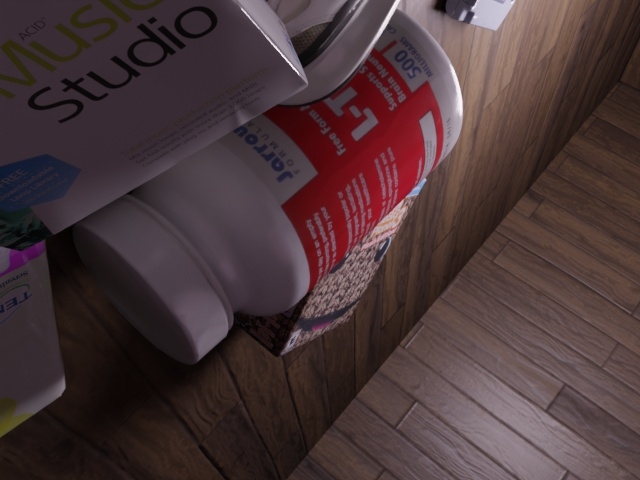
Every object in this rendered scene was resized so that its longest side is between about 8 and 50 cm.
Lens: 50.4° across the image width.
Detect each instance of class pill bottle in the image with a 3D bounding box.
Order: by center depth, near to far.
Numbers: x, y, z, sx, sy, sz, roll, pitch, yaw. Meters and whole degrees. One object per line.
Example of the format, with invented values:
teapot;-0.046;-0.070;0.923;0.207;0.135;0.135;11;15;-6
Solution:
pill bottle;-0.047;-0.069;0.732;0.407;0.229;0.229;-44;156;-27

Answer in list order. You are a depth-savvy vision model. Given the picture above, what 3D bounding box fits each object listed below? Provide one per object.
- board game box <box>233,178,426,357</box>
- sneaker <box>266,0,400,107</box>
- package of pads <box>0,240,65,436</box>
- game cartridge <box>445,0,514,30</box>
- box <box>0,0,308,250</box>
board game box;0.000;0.000;1.055;0.232;0.141;0.291;-17;138;-58
sneaker;0.026;-0.354;0.550;0.448;0.169;0.257;-61;150;-8
package of pads;-0.328;0.078;0.539;0.229;0.101;0.297;-35;152;-39
game cartridge;0.317;-0.495;1.109;0.198;0.062;0.297;-24;143;-60
box;-0.165;-0.093;0.297;0.232;0.058;0.322;-28;160;13
